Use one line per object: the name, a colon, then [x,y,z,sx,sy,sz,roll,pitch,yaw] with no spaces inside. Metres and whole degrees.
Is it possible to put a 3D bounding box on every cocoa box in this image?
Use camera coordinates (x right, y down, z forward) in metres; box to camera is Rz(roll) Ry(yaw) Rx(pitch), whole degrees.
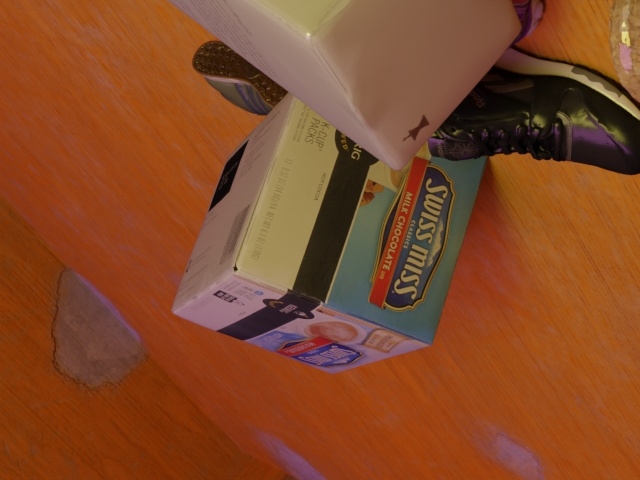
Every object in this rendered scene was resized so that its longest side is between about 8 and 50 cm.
cocoa box: [0.000,0.000,1.471,0.228,0.231,0.347,22,164,-12]

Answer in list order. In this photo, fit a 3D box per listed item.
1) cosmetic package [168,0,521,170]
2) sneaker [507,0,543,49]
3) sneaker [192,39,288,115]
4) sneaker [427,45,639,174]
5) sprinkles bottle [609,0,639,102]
cosmetic package: [-0.077,-0.273,1.025,0.453,0.161,0.230,40,177,27]
sneaker: [0.149,-0.208,1.062,0.068,0.071,0.170,30,158,25]
sneaker: [-0.057,-0.179,1.521,0.192,0.064,0.086,23,170,28]
sneaker: [0.163,-0.107,1.177,0.283,0.124,0.107,29,158,26]
sprinkles bottle: [0.353,-0.128,0.797,0.355,0.121,0.121,14,148,50]
